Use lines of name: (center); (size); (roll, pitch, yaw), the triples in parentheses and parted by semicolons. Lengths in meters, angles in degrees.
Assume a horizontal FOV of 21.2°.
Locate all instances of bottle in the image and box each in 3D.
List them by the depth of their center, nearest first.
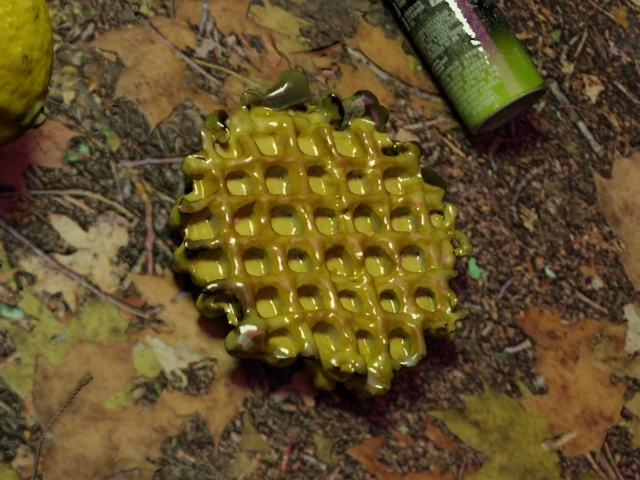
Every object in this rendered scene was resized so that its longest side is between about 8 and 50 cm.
bottle: (0.110, -0.269, 1.757); (0.093, 0.093, 0.330); (-24, 78, -35)

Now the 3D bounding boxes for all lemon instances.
lemon: (-0.319, -0.162, 1.408); (0.231, 0.192, 0.192); (40, 53, 4)

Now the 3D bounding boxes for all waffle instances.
waffle: (0.004, -0.009, 1.583); (0.329, 0.062, 0.329); (12, 59, -21)
